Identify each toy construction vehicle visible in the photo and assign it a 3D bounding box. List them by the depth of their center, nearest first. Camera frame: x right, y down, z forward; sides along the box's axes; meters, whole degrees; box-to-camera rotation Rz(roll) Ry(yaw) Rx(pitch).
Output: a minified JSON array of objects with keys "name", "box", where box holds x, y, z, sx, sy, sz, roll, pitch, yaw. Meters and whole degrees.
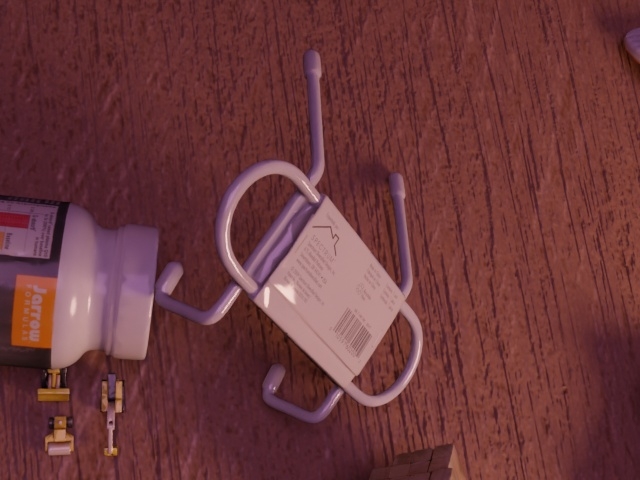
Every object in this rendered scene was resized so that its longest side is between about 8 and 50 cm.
[{"name":"toy construction vehicle","box":[-0.238,0.164,0.982,0.086,0.035,0.098,4,74,-11]}]

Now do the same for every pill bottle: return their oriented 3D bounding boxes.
[{"name":"pill bottle","box":[-0.300,0.037,0.938,0.278,0.162,0.162,6,74,-10]}]

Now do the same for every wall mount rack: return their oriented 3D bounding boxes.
[{"name":"wall mount rack","box":[0.000,0.000,0.979,0.304,0.130,0.350,-56,136,-17]}]

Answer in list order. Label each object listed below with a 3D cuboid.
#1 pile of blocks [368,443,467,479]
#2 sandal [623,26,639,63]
[{"name":"pile of blocks","box":[0.178,0.341,1.001,0.362,0.149,0.112,46,28,-6]},{"name":"sandal","box":[0.479,-0.167,1.214,0.102,0.076,0.265,-31,62,-32]}]
